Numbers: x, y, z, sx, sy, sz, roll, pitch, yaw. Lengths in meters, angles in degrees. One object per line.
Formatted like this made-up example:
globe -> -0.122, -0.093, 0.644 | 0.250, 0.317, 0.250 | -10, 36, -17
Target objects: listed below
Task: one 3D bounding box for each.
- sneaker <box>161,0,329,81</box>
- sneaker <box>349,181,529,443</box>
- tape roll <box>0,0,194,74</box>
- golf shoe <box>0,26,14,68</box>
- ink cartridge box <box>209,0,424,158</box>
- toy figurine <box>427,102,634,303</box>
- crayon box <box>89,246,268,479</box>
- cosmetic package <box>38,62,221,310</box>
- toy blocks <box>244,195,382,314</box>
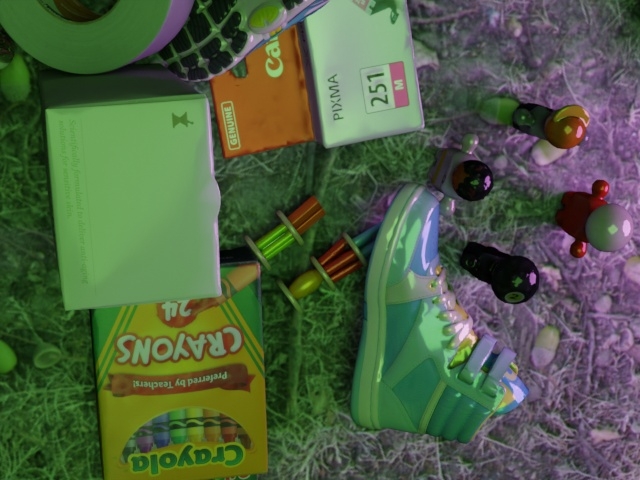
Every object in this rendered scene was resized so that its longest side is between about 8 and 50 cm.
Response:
sneaker -> -0.065, -0.253, 1.361 | 0.275, 0.110, 0.107 | -23, 84, 32
sneaker -> 0.159, 0.097, 1.475 | 0.208, 0.127, 0.319 | 14, 113, 19
tape roll -> -0.239, -0.287, 1.284 | 0.219, 0.072, 0.219 | 6, 109, 17
golf shoe -> -0.431, -0.223, 1.353 | 0.186, 0.067, 0.086 | 19, 124, -16
ink cartridge box -> -0.017, -0.243, 1.438 | 0.238, 0.060, 0.275 | -12, 105, -11
toy figurine -> 0.251, -0.050, 1.493 | 0.213, 0.148, 0.210 | -25, 106, -6
crayon box -> -0.169, 0.178, 1.485 | 0.202, 0.081, 0.319 | -5, 104, -12
cosmetic package -> -0.205, -0.071, 1.272 | 0.155, 0.365, 0.197 | -5, 103, -12
toy blocks -> 0.000, 0.000, 1.497 | 0.148, 0.054, 0.123 | -36, 107, -3
